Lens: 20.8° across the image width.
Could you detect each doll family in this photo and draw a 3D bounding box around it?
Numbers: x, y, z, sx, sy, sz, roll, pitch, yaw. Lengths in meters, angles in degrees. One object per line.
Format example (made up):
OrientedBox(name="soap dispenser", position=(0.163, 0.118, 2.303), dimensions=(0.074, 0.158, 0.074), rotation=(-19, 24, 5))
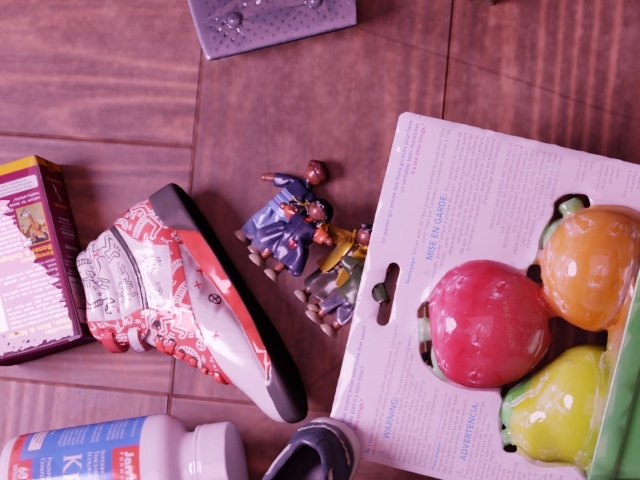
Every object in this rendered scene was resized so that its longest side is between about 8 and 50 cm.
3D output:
OrientedBox(name="doll family", position=(0.000, 0.000, 1.688), dimensions=(0.193, 0.076, 0.111), rotation=(43, 99, 14))

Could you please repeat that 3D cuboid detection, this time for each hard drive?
OrientedBox(name="hard drive", position=(-0.060, -0.314, 1.732), dimensions=(0.172, 0.054, 0.255), rotation=(-13, 83, 9))

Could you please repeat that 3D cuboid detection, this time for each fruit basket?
OrientedBox(name="fruit basket", position=(0.208, 0.078, 1.595), dimensions=(0.353, 0.165, 0.327), rotation=(13, 95, 15))

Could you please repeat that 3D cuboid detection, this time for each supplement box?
OrientedBox(name="supplement box", position=(-0.295, 0.022, 1.735), dimensions=(0.104, 0.081, 0.188), rotation=(-16, 83, 8))

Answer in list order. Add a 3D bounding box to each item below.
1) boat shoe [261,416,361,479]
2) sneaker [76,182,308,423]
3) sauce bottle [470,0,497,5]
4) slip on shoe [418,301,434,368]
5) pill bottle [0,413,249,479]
OrientedBox(name="boat shoe", position=(-0.042, 0.281, 1.610), dimensions=(0.095, 0.079, 0.254), rotation=(35, 108, 16))
OrientedBox(name="sneaker", position=(-0.132, 0.091, 1.697), dimensions=(0.145, 0.090, 0.270), rotation=(-34, 77, 7))
OrientedBox(name="sauce bottle", position=(0.171, -0.293, 1.694), dimensions=(0.042, 0.042, 0.128), rotation=(19, 90, 11))
OrientedBox(name="slip on shoe", position=(0.116, 0.101, 1.675), dimensions=(0.041, 0.051, 0.135), rotation=(5, 78, -25))
OrientedBox(name="pill bottle", position=(-0.186, 0.233, 1.677), dimensions=(0.221, 0.124, 0.124), rotation=(-10, 84, 10))
